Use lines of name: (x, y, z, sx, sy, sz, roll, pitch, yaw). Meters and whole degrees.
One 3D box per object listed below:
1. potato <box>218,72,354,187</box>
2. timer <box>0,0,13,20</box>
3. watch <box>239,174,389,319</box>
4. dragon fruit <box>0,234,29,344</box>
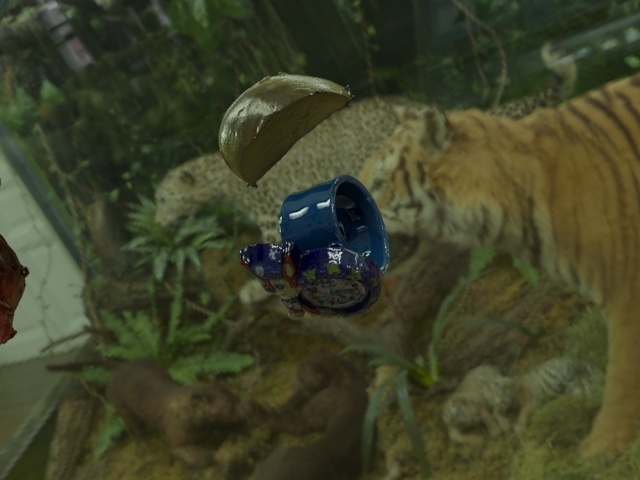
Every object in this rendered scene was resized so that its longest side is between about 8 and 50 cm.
potato: (-0.079, -0.211, 1.571, 0.243, 0.098, 0.138, -39, 52, 20)
timer: (-0.453, -0.287, 1.123, 0.255, 0.175, 0.175, -25, 16, 44)
watch: (0.009, 0.003, 1.440, 0.171, 0.196, 0.200, -10, 49, 23)
dragon fruit: (-0.406, 0.064, 1.042, 0.126, 0.274, 0.161, -17, 44, 22)
